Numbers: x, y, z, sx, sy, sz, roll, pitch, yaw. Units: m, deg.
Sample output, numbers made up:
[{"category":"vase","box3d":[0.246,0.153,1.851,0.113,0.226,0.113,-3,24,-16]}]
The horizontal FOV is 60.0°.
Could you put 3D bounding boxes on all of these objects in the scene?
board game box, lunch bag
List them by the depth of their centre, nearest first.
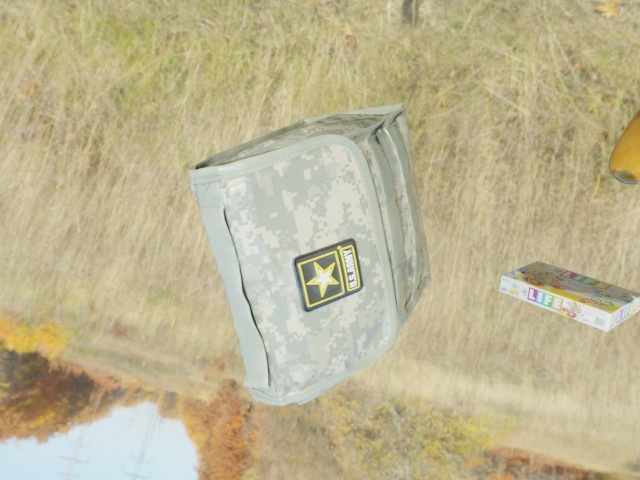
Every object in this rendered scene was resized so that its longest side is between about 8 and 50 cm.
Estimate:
[{"category":"lunch bag","box3d":[0.000,0.000,0.577,0.168,0.236,0.287,-2,-159,30]},{"category":"board game box","box3d":[0.346,0.073,0.772,0.103,0.026,0.154,-13,-156,-40]}]

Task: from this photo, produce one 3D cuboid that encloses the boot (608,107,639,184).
[{"category":"boot","box3d":[0.447,-0.194,0.686,0.211,0.104,0.295,1,138,-42]}]
